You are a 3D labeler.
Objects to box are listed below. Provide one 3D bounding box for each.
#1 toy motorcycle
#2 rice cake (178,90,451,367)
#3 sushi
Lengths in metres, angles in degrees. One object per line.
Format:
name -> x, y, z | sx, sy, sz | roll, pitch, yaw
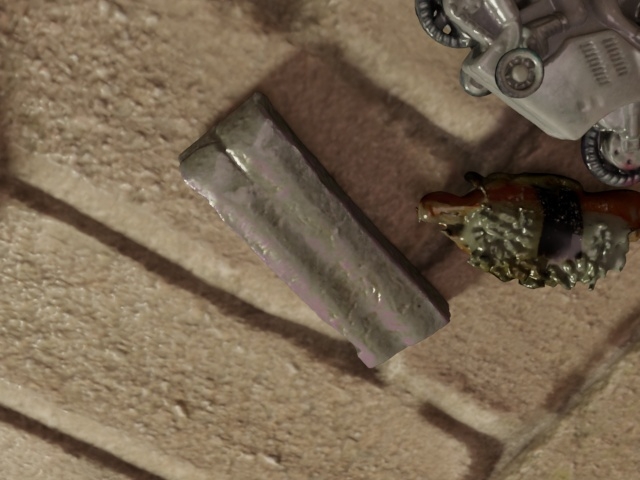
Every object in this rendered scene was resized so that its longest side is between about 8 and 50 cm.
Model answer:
toy motorcycle -> 0.211, -0.171, 0.663 | 0.260, 0.110, 0.171 | 37, 94, -11
rice cake -> -0.001, 0.002, 0.761 | 0.106, 0.050, 0.298 | -36, 113, 15
sushi -> 0.199, -0.005, 0.741 | 0.226, 0.103, 0.097 | 7, 132, -3
